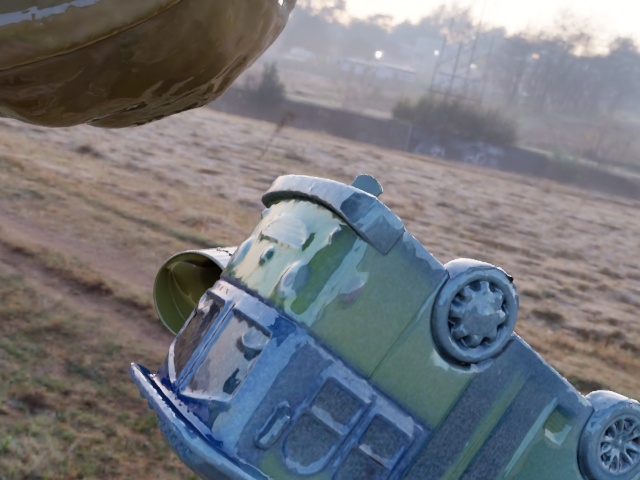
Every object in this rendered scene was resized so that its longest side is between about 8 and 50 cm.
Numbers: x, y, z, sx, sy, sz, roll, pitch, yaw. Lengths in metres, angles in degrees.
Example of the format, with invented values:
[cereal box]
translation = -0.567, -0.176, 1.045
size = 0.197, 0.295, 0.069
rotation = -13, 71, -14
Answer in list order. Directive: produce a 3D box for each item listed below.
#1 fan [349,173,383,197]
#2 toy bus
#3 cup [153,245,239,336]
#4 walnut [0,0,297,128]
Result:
[fan]
translation = 0.000, 0.000, 0.963
size = 0.038, 0.193, 0.016
rotation = 34, -12, 33
[toy bus]
translation = 0.058, 0.116, 0.537
size = 0.312, 0.190, 0.152
rotation = 41, -9, -25
[cup]
translation = -0.131, 0.073, 1.246
size = 0.176, 0.131, 0.155
rotation = 8, 10, 19
[walnut]
translation = -0.136, -0.186, 0.392
size = 0.285, 0.285, 0.296
rotation = 15, -24, 15
